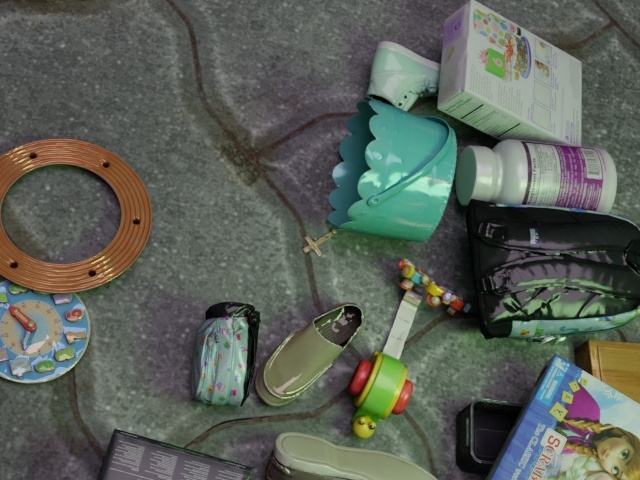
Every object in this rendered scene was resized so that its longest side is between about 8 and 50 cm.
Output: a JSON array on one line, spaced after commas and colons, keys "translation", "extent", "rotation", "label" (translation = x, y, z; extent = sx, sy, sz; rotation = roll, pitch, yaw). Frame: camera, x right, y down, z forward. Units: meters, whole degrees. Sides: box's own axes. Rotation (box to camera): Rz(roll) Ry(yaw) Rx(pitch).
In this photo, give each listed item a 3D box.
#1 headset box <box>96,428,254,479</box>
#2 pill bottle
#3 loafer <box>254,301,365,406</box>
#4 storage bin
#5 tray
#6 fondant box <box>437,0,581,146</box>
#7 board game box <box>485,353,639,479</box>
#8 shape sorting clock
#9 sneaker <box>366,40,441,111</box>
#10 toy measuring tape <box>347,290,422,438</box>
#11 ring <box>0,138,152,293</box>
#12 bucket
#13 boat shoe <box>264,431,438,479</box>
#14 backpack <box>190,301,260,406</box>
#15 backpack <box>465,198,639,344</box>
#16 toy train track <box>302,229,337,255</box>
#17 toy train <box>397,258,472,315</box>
[{"translation": [-0.268, 0.488, 1.691], "extent": [0.246, 0.131, 0.283], "rotation": [16, 63, -6], "label": "headset box"}, {"translation": [0.442, -0.122, 2.127], "extent": [0.302, 0.169, 0.169], "rotation": [4, 65, -12], "label": "pill bottle"}, {"translation": [-0.017, 0.198, 1.909], "extent": [0.102, 0.092, 0.268], "rotation": [43, 63, 8], "label": "loafer"}, {"translation": [0.352, 0.374, 1.923], "extent": [0.180, 0.084, 0.122], "rotation": [8, 64, -9], "label": "storage bin"}, {"translation": [0.722, 0.316, 2.047], "extent": [0.411, 0.076, 0.202], "rotation": [5, 65, -12], "label": "tray"}, {"translation": [0.412, -0.335, 2.202], "extent": [0.330, 0.096, 0.238], "rotation": [23, 60, -27], "label": "fondant box"}, {"translation": [0.486, 0.416, 1.838], "extent": [0.318, 0.066, 0.318], "rotation": [30, 63, 7], "label": "board game box"}, {"translation": [-0.517, 0.156, 1.835], "extent": [0.206, 0.040, 0.206], "rotation": [5, 65, -11], "label": "shape sorting clock"}, {"translation": [0.216, -0.312, 2.213], "extent": [0.256, 0.094, 0.151], "rotation": [20, 78, -14], "label": "sneaker"}, {"translation": [0.135, 0.220, 1.925], "extent": [0.121, 0.121, 0.330], "rotation": [26, 62, -1], "label": "toy measuring tape"}, {"translation": [-0.487, -0.047, 1.931], "extent": [0.337, 0.032, 0.336], "rotation": [6, 60, -10], "label": "ring"}, {"translation": [0.140, -0.132, 2.011], "extent": [0.183, 0.281, 0.281], "rotation": [13, 63, -12], "label": "bucket"}, {"translation": [0.062, 0.433, 1.818], "extent": [0.324, 0.096, 0.116], "rotation": [17, 22, -10], "label": "boat shoe"}, {"translation": [-0.172, 0.209, 1.850], "extent": [0.115, 0.152, 0.182], "rotation": [6, 77, -5], "label": "backpack"}, {"translation": [0.479, 0.066, 2.023], "extent": [0.356, 0.273, 0.290], "rotation": [-8, 64, 7], "label": "backpack"}, {"translation": [0.000, 0.000, 2.049], "extent": [0.083, 0.014, 0.048], "rotation": [-32, 77, -25], "label": "toy train track"}, {"translation": [0.216, 0.100, 2.020], "extent": [0.166, 0.125, 0.046], "rotation": [35, 95, 12], "label": "toy train"}]
